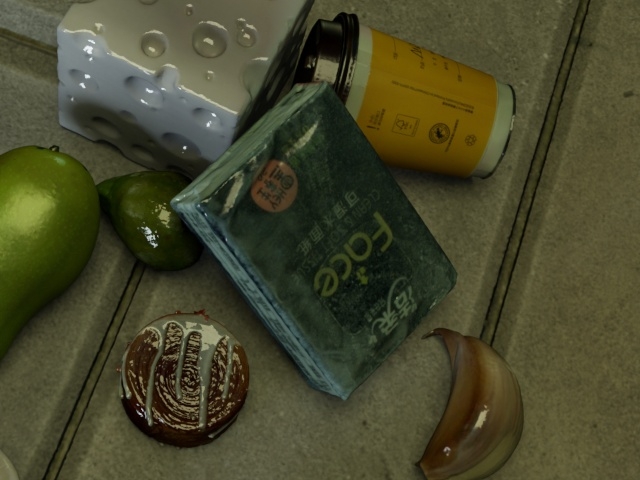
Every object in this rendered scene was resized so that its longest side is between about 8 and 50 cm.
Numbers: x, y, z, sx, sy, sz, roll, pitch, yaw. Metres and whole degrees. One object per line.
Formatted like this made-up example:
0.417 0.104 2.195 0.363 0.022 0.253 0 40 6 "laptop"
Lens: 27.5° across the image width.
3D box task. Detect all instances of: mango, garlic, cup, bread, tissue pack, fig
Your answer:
-0.374 0.019 1.542 0.175 0.143 0.293 30 76 -2 "mango"
0.194 0.200 1.580 0.115 0.128 0.207 26 55 -24 "garlic"
0.098 -0.174 1.684 0.279 0.196 0.196 13 65 -13 "cup"
-0.163 0.162 1.547 0.160 0.073 0.161 3 66 -7 "bread"
0.000 0.000 1.553 0.228 0.103 0.316 -45 115 -20 "tissue pack"
-0.216 -0.031 1.604 0.156 0.123 0.123 12 64 14 "fig"

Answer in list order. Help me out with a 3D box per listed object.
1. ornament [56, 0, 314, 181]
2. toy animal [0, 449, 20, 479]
-0.168 -0.239 1.628 0.239 0.239 0.240 26 65 2 "ornament"
-0.459 0.267 1.410 0.357 0.194 0.258 42 41 -8 "toy animal"
